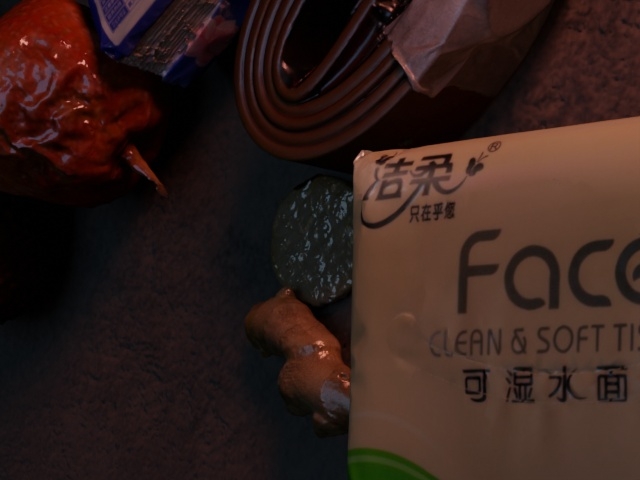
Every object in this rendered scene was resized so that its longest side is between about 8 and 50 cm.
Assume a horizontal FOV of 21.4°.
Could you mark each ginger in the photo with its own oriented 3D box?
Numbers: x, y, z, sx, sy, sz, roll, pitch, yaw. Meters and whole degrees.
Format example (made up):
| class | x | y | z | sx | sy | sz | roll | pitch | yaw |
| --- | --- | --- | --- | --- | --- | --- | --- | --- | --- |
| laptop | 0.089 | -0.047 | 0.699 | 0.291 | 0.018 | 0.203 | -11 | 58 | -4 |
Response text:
| class | x | y | z | sx | sy | sz | roll | pitch | yaw |
| --- | --- | --- | --- | --- | --- | --- | --- | --- | --- |
| ginger | 0.016 | 0.138 | 1.436 | 0.089 | 0.075 | 0.288 | -54 | 51 | 14 |

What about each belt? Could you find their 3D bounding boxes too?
| class | x | y | z | sx | sy | sz | roll | pitch | yaw |
| --- | --- | --- | --- | --- | --- | --- | --- | --- | --- |
| belt | 0.068 | -0.202 | 1.398 | 0.338 | 0.122 | 0.217 | -50 | 54 | 25 |

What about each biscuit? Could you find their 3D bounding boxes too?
| class | x | y | z | sx | sy | sz | roll | pitch | yaw |
| --- | --- | --- | --- | --- | --- | --- | --- | --- | --- |
| biscuit | 0.000 | 0.000 | 1.502 | 0.120 | 0.015 | 0.120 | -6 | 81 | 40 |

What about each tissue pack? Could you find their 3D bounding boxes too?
| class | x | y | z | sx | sy | sz | roll | pitch | yaw |
| --- | --- | --- | --- | --- | --- | --- | --- | --- | --- |
| tissue pack | 0.220 | 0.088 | 1.175 | 0.405 | 0.205 | 0.331 | -6 | 77 | 40 |
| tissue pack | -0.094 | -0.297 | 1.533 | 0.269 | 0.137 | 0.209 | -46 | 41 | 25 |

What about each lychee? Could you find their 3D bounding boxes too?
| class | x | y | z | sx | sy | sz | roll | pitch | yaw |
| --- | --- | --- | --- | --- | --- | --- | --- | --- | --- |
| lychee | -0.358 | -0.003 | 1.711 | 0.194 | 0.194 | 0.194 | -6 | 81 | 40 |

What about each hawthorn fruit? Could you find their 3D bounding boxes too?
| class | x | y | z | sx | sy | sz | roll | pitch | yaw |
| --- | --- | --- | --- | --- | --- | --- | --- | --- | --- |
| hawthorn fruit | -0.219 | -0.114 | 1.596 | 0.243 | 0.207 | 0.207 | 37 | 109 | 24 |
